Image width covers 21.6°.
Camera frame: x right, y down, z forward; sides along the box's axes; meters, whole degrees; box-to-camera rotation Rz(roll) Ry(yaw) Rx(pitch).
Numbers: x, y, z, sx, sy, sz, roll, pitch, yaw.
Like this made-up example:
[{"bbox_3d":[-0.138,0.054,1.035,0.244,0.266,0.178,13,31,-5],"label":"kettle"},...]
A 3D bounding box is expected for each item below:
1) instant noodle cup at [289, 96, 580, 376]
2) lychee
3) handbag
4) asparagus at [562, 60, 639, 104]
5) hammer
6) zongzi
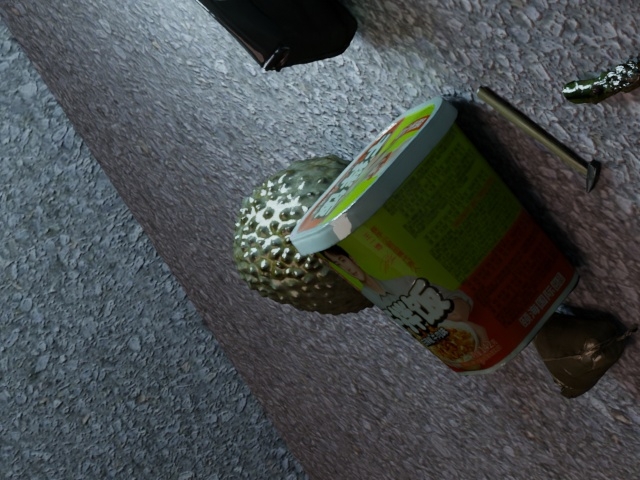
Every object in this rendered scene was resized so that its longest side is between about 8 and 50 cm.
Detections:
[{"bbox_3d":[0.164,0.009,2.273,0.308,0.294,0.294,44,162,-10],"label":"instant noodle cup"},{"bbox_3d":[0.000,0.000,2.597,0.255,0.274,0.255,157,90,-85],"label":"lychee"},{"bbox_3d":[-0.085,-0.332,2.242,0.247,0.223,0.080,43,116,13],"label":"handbag"},{"bbox_3d":[0.323,-0.176,1.878,0.036,0.030,0.165,62,160,-4],"label":"asparagus"},{"bbox_3d":[0.271,-0.131,2.106,0.199,0.013,0.062,40,159,25],"label":"hammer"},{"bbox_3d":[0.342,0.113,2.340,0.178,0.081,0.189,55,157,16],"label":"zongzi"}]
